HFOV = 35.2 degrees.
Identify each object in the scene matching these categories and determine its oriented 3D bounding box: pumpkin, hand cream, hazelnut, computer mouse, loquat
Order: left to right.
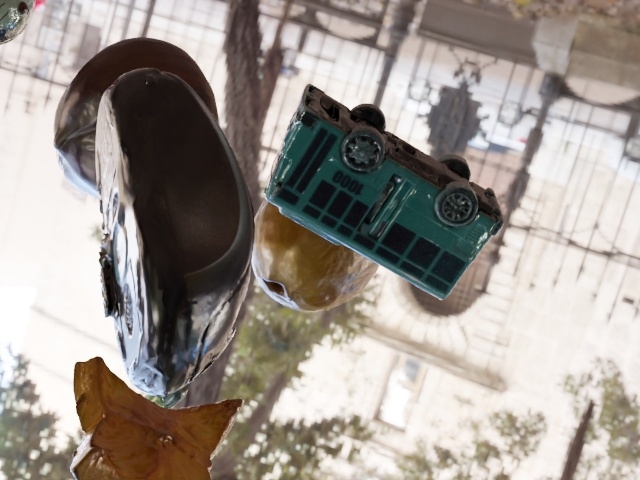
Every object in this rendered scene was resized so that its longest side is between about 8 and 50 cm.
[{"bbox_3d":[-0.236,-0.143,1.280,0.229,0.229,0.229,16,-172,-2],"label":"hazelnut"},{"bbox_3d":[-0.327,0.324,1.986,0.046,0.175,0.095,37,-150,-25],"label":"hand cream"},{"bbox_3d":[-0.240,0.302,1.503,0.290,0.095,0.258,24,-153,-26],"label":"pumpkin"},{"bbox_3d":[-0.099,-0.009,0.696,0.096,0.233,0.137,1,153,-24],"label":"computer mouse"},{"bbox_3d":[0.000,0.000,1.533,0.193,0.238,0.238,13,-175,27],"label":"loquat"}]

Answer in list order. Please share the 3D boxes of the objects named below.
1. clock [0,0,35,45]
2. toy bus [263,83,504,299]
[{"bbox_3d":[-0.572,-0.434,1.646,0.146,0.199,0.243,3,135,46],"label":"clock"},{"bbox_3d":[0.064,-0.055,1.136,0.256,0.147,0.128,29,-160,-8],"label":"toy bus"}]
